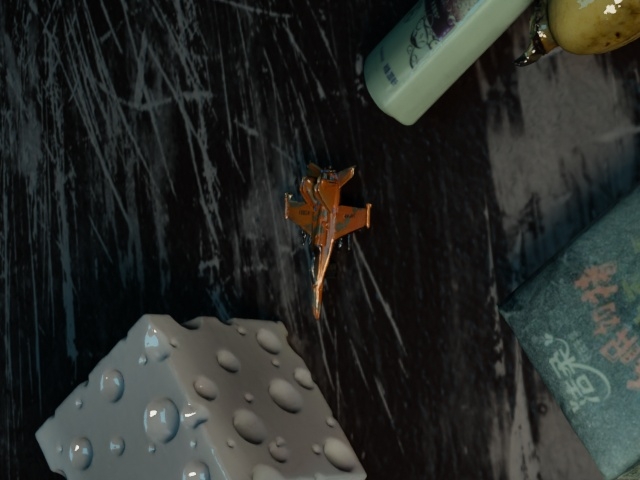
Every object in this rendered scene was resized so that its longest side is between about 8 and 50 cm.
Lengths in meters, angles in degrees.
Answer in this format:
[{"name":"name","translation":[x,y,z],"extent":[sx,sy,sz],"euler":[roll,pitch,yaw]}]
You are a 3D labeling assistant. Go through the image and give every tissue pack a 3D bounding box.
[{"name":"tissue pack","translation":[0.346,0.058,1.403],"extent":[0.315,0.103,0.228],"euler":[-44,58,27]}]

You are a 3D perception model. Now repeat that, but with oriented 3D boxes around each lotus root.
[{"name":"lotus root","translation":[0.287,-0.249,1.472],"extent":[0.221,0.125,0.118],"euler":[-29,69,27]}]

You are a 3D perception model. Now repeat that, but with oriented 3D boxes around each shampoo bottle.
[{"name":"shampoo bottle","translation":[0.188,-0.288,1.586],"extent":[0.359,0.078,0.134],"euler":[-45,31,28]}]

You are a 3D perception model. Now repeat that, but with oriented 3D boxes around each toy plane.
[{"name":"toy plane","translation":[0.008,-0.001,1.733],"extent":[0.135,0.062,0.188],"euler":[6,103,40]}]

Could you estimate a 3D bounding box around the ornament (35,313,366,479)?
[{"name":"ornament","translation":[-0.142,0.251,1.705],"extent":[0.239,0.239,0.240],"euler":[-47,59,27]}]
